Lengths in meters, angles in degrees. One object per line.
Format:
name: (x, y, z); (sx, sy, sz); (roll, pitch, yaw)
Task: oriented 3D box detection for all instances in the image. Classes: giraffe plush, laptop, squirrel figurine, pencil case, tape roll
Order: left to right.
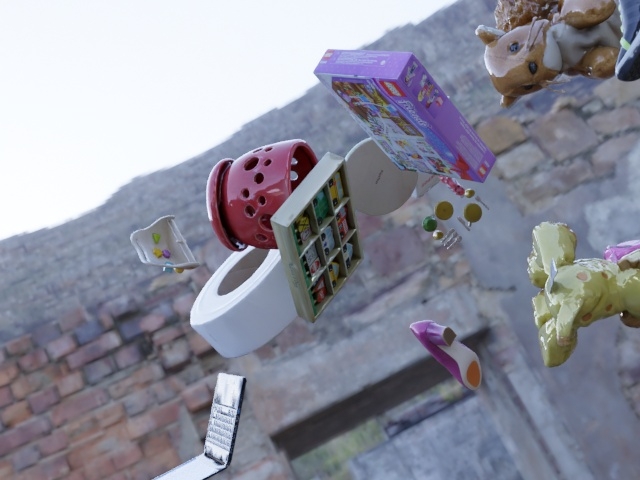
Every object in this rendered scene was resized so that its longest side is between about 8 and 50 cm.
laptop: (-0.257, 0.386, 1.959); (0.136, 0.264, 0.234); (13, -9, -17)
tape roll: (-0.117, 0.088, 1.897); (0.286, 0.100, 0.286); (-38, 19, 16)
squirrel figurine: (0.506, -0.425, 2.069); (0.370, 0.397, 0.281); (-27, -66, 1)
giraffe plush: (0.360, 0.057, 1.231); (0.170, 0.182, 0.210); (-5, -12, 3)
pencil case: (0.654, 0.019, 1.900); (0.209, 0.095, 0.098); (-19, -14, 7)

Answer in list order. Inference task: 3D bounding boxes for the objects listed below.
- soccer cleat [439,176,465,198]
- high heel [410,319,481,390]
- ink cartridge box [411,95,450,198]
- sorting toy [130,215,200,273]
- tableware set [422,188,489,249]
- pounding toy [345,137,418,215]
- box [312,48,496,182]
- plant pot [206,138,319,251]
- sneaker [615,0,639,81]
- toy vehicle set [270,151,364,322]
soccer cleat: (0.289, -0.125, 2.183); (0.029, 0.083, 0.035); (-40, -26, -5)
high heel: (0.322, 0.295, 2.530); (0.244, 0.117, 0.082); (49, -117, -34)
ink cartridge box: (0.246, -0.237, 2.427); (0.158, 0.092, 0.218); (-40, -43, -28)
sorting toy: (-0.214, 0.012, 1.313); (0.075, 0.083, 0.045); (0, -38, -52)
tableware set: (0.317, -0.060, 2.345); (0.154, 0.104, 0.024); (-46, 8, -10)
pounding toy: (0.100, -0.142, 2.259); (0.237, 0.110, 0.183); (-41, -65, 2)
box: (0.146, -0.211, 1.688); (0.293, 0.201, 0.057); (43, -109, -40)
plant pot: (-0.097, -0.075, 1.750); (0.174, 0.191, 0.191); (-5, -15, 19)
sneaker: (0.536, -0.380, 1.658); (0.084, 0.097, 0.235); (18, -83, -52)
toy vehicle set: (0.000, 0.000, 1.666); (0.166, 0.035, 0.267); (-51, -31, -27)
